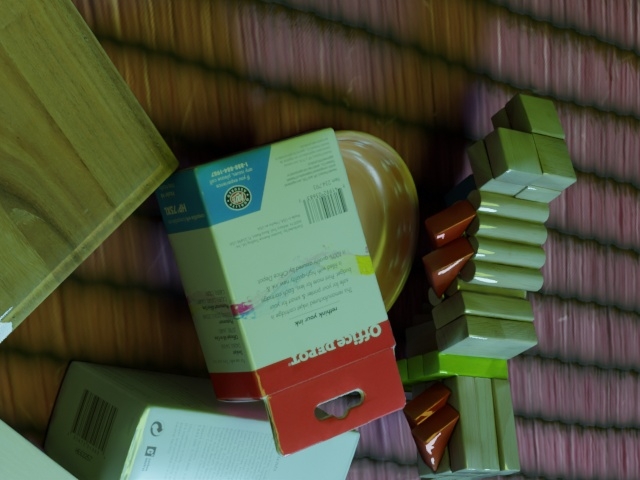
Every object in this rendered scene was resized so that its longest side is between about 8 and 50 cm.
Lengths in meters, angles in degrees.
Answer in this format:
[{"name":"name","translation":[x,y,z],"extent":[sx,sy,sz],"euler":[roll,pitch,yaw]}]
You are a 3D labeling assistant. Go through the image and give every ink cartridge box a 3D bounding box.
[{"name":"ink cartridge box","translation":[-0.030,0.040,1.418],"extent":[0.134,0.078,0.231],"euler":[-18,96,-32]}]

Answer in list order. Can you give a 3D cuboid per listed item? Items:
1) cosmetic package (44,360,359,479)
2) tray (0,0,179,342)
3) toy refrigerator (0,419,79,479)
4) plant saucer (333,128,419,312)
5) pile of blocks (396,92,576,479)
[{"name":"cosmetic package","translation":[-0.094,0.163,1.472],"extent":[0.231,0.117,0.085],"euler":[14,96,-41]},{"name":"tray","translation":[-0.276,-0.135,1.237],"extent":[0.203,0.076,0.411],"euler":[-46,130,-18]},{"name":"toy refrigerator","translation":[-0.277,0.167,1.307],"extent":[0.269,0.094,0.102],"euler":[48,63,-48]},{"name":"plant saucer","translation":[0.000,0.000,1.546],"extent":[0.200,0.037,0.200],"euler":[-16,115,-37]},{"name":"pile of blocks","translation":[0.114,0.044,1.592],"extent":[0.112,0.149,0.362],"euler":[9,94,-38]}]
